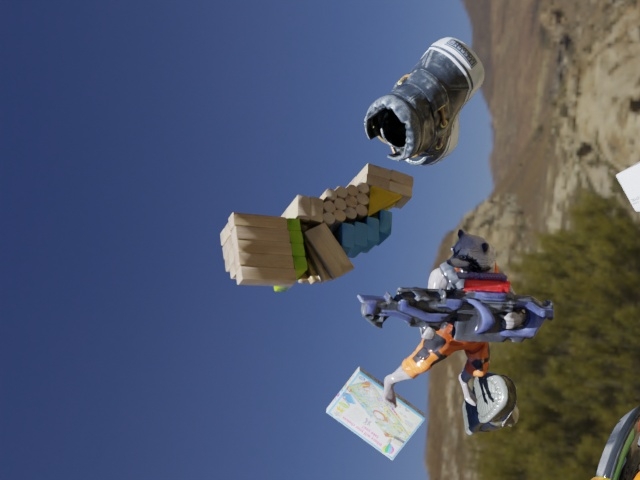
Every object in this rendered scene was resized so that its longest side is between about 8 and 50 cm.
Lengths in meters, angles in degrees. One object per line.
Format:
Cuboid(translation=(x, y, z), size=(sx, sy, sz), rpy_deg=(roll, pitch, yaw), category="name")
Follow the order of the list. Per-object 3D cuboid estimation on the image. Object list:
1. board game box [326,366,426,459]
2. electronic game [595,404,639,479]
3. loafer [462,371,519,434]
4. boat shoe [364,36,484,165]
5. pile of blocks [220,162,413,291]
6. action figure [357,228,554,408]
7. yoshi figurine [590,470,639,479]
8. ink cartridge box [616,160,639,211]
Cuboid(translation=(0.103, 0.321, 1.652), size=(0.103, 0.154, 0.026), rpy_deg=(-53, 3, 7), category="board game box")
Cuboid(translation=(0.508, 0.379, 1.466), size=(0.229, 0.048, 0.229), rpy_deg=(-22, -60, -46), category="electronic game")
Cuboid(translation=(0.338, 0.311, 1.710), size=(0.251, 0.088, 0.094), rpy_deg=(101, 165, -68), category="loafer")
Cuboid(translation=(0.072, -0.094, 0.736), size=(0.083, 0.065, 0.183), rpy_deg=(-41, -11, -15), category="boat shoe")
Cuboid(translation=(0.000, 0.000, 1.365), size=(0.362, 0.149, 0.112), rpy_deg=(-23, -14, -33), category="pile of blocks")
Cuboid(translation=(0.197, 0.129, 1.523), size=(0.178, 0.341, 0.330), rpy_deg=(-111, 36, -59), category="action figure")
Cuboid(translation=(0.311, 0.429, 0.982), size=(0.362, 0.203, 0.203), rpy_deg=(-38, -50, -37), category="yoshi figurine")
Cuboid(translation=(0.588, -0.126, 1.431), size=(0.072, 0.175, 0.127), rpy_deg=(62, 156, 3), category="ink cartridge box")
